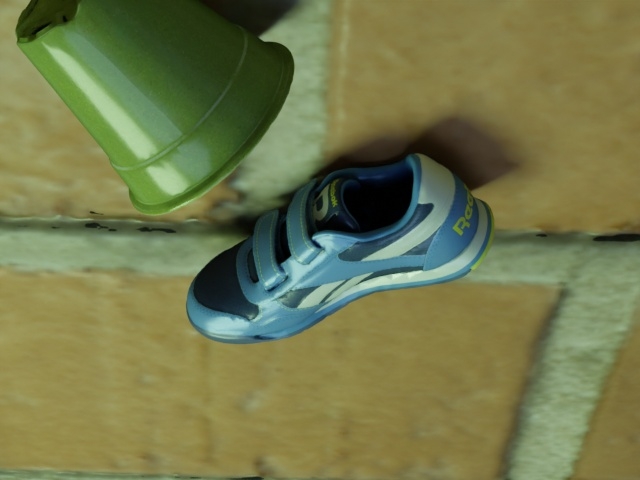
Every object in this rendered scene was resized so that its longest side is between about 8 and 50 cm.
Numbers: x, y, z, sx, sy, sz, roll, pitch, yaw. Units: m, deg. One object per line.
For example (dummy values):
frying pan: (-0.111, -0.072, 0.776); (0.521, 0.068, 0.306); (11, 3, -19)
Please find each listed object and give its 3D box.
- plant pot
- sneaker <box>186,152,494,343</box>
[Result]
plant pot: (-0.066, -0.065, 0.572); (0.083, 0.083, 0.079); (-25, 127, 33)
sneaker: (0.000, 0.000, 0.683); (0.144, 0.053, 0.059); (-22, 141, 17)
